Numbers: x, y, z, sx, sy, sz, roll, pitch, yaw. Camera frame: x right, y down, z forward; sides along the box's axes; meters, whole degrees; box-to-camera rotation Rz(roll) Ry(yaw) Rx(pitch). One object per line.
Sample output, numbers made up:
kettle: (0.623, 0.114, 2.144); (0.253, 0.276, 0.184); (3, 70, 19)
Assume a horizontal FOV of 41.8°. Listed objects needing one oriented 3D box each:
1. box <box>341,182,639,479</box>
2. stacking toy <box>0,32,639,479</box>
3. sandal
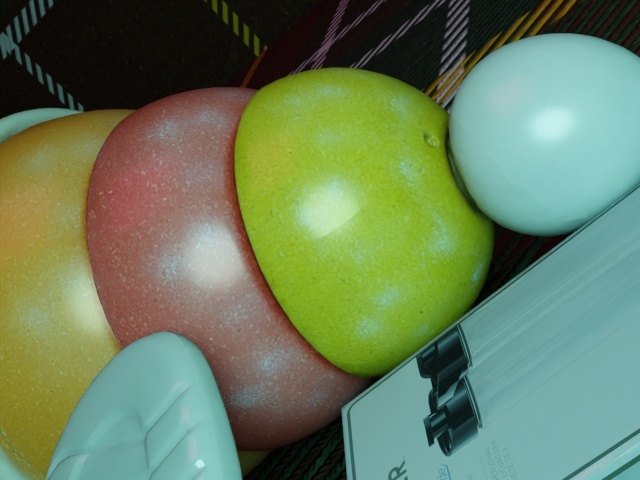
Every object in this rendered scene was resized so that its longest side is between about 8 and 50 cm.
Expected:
box: (0.147, 0.075, 0.407); (0.290, 0.087, 0.169); (-40, 20, 16)
stacking toy: (0.000, 0.000, 0.582); (0.479, 0.351, 0.351); (-20, 30, 28)
sandal: (-0.064, 0.241, 0.382); (0.169, 0.102, 0.416); (-34, 48, 27)
